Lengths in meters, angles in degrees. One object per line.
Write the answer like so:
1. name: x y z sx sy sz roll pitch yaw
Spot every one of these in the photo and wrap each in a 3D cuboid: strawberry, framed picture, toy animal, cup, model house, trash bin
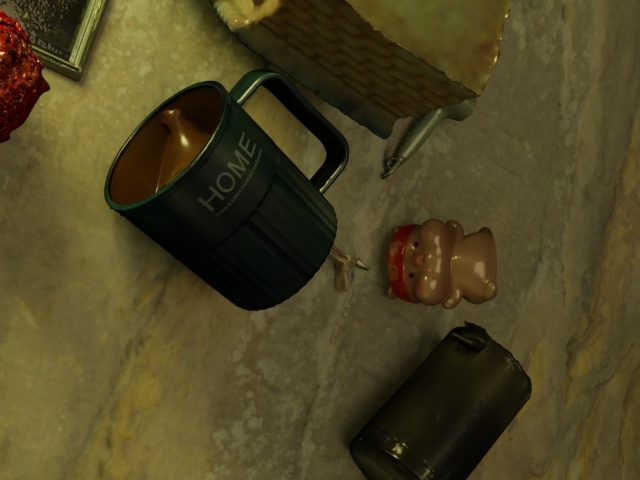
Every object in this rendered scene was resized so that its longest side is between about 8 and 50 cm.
1. strawberry: -0.464 -0.222 1.515 0.184 0.201 0.187 29 93 -9
2. framed picture: -0.433 -0.391 1.626 0.296 0.019 0.232 22 81 -36
3. toy animal: 0.219 0.041 2.054 0.197 0.171 0.172 2 94 -1
4. cup: -0.133 -0.082 1.752 0.292 0.242 0.308 45 51 -32
5. model house: 0.041 -0.435 1.768 0.395 0.400 0.446 27 67 -26
6. trash bin: 0.223 0.329 2.064 0.301 0.203 0.252 -46 136 -25

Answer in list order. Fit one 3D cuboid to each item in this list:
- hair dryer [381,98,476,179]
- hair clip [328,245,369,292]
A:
1. hair dryer: 0.155 -0.224 2.056 0.206 0.075 0.237 31 84 -27
2. hair clip: 0.000 0.000 1.971 0.226 0.034 0.072 49 68 -28
